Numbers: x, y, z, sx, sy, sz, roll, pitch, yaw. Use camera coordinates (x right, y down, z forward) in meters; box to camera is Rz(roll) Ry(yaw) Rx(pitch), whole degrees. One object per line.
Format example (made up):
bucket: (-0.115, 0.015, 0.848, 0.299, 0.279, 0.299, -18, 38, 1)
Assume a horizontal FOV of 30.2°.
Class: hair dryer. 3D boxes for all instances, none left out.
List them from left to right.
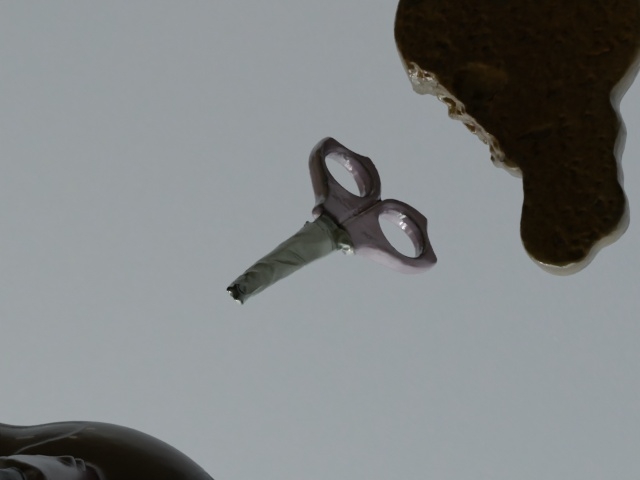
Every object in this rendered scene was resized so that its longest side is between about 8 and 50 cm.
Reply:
hair dryer: (-0.246, 0.178, 0.907, 0.313, 0.340, 0.123, 14, -102, 9)

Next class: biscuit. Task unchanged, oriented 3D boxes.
biscuit: (0.156, -0.132, 0.881, 0.183, 0.047, 0.319, -22, -107, 16)

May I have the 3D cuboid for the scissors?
scissors: (0.000, 0.000, 0.704, 0.110, 0.212, 0.021, 48, -56, 6)
